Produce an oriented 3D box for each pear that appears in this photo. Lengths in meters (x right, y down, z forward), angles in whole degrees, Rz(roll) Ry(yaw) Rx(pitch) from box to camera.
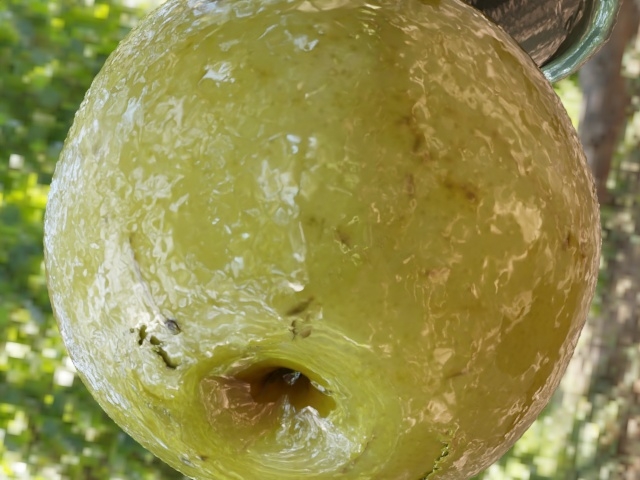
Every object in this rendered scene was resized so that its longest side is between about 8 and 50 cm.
[{"bbox_3d":[0.000,0.000,0.991,0.348,0.348,0.348,9,-90,-89],"label":"pear"}]

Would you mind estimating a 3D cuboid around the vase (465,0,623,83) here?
[{"bbox_3d":[0.090,-0.204,1.415,0.291,0.245,0.245,-33,-40,-47],"label":"vase"}]
